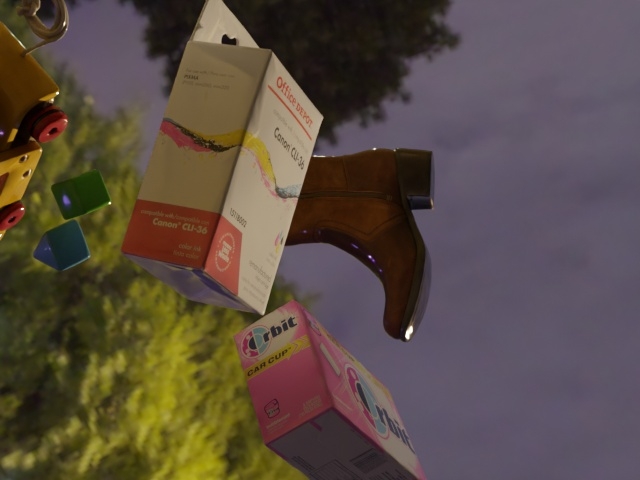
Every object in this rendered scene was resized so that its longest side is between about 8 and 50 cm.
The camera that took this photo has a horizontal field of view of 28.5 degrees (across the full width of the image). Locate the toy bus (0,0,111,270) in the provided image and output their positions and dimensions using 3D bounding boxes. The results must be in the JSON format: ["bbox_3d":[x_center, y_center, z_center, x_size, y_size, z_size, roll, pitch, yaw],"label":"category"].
[{"bbox_3d":[-0.258,-0.069,0.878,0.191,0.202,0.104,4,-158,38],"label":"toy bus"}]

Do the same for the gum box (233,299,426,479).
[{"bbox_3d":[0.014,0.144,1.021,0.062,0.188,0.107,-31,-132,11],"label":"gum box"}]

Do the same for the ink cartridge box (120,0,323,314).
[{"bbox_3d":[-0.059,-0.061,0.882,0.067,0.115,0.198,10,-105,22],"label":"ink cartridge box"}]

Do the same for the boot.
[{"bbox_3d":[0.000,0.000,1.603,0.280,0.264,0.096,0,165,10],"label":"boot"}]
